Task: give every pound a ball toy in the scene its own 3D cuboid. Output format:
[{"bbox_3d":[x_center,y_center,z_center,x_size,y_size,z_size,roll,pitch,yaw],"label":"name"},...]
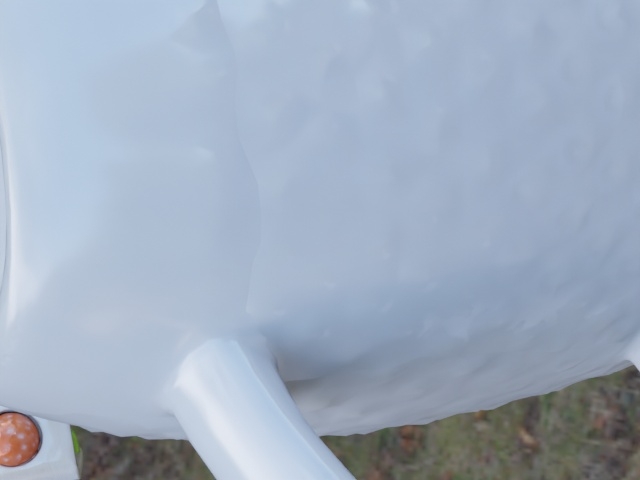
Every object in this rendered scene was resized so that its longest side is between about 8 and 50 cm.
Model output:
[{"bbox_3d":[-0.354,0.232,1.383,0.136,0.319,0.208,-126,29,-79],"label":"pound a ball toy"}]

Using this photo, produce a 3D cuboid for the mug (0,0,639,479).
[{"bbox_3d":[0.023,-0.024,0.510,0.374,0.328,0.276,59,142,27],"label":"mug"}]
